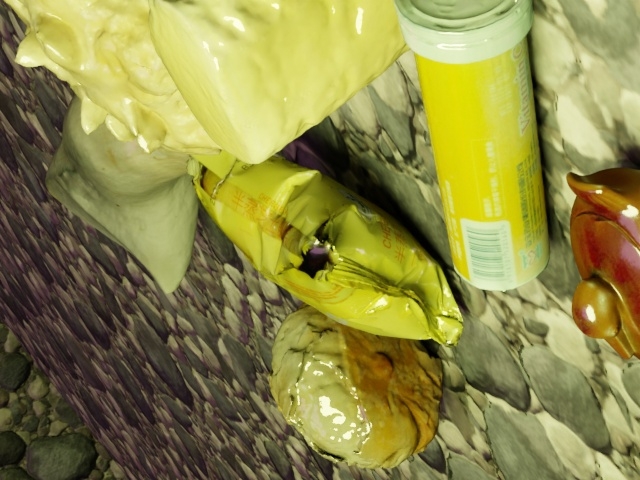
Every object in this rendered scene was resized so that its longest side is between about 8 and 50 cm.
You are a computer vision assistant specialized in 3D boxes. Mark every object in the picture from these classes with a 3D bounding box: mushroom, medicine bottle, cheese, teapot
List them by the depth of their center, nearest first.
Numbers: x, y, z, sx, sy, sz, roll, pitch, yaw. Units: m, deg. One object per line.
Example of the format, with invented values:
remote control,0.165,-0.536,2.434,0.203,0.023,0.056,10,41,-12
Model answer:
teapot,0.162,0.016,0.853,0.098,0.078,0.129,31,149,54
cheese,-0.005,-0.130,0.905,0.094,0.167,0.123,41,160,32
medicine bottle,0.091,-0.062,0.924,0.074,0.074,0.218,43,159,38
mushroom,-0.155,-0.081,1.473,0.177,0.126,0.397,46,161,4

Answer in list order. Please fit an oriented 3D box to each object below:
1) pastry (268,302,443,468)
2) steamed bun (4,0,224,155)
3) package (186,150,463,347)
pastry,0.030,0.109,1.273,0.081,0.153,0.153,-43,77,32
steamed bun,-0.147,-0.157,1.160,0.295,0.137,0.292,55,-175,12
package,0.000,0.000,1.199,0.168,0.090,0.226,33,179,-38
